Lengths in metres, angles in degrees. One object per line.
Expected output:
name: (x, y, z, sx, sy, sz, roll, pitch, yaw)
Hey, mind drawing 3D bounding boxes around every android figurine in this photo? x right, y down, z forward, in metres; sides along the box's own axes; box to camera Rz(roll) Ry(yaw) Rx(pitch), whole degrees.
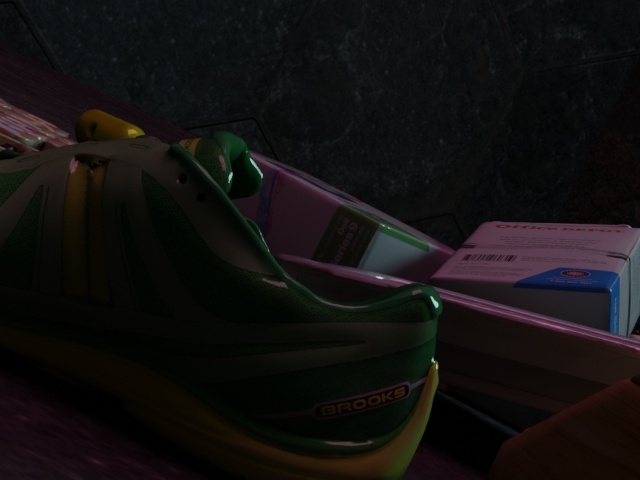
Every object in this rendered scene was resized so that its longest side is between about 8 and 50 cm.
android figurine: (-0.131, -0.061, 1.872, 0.248, 0.056, 0.273, 24, 3, -37)

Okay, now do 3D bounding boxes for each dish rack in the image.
dish rack: (0.124, 0.079, 1.230, 0.285, 0.072, 0.333, 14, 1, 12)

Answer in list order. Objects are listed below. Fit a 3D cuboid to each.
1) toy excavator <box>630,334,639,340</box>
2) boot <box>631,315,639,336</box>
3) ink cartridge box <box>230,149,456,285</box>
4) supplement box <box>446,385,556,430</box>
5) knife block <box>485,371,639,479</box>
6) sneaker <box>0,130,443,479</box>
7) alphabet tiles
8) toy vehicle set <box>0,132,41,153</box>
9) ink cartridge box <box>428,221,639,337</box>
toy excavator: (0.384, 0.172, 1.376, 0.433, 0.222, 0.445, 27, -10, 21)
boot: (0.244, 0.117, 1.708, 0.246, 0.083, 0.161, -8, -32, -8)
ink cartridge box: (0.000, 0.000, 1.618, 0.212, 0.093, 0.154, 27, 4, 38)
supplement box: (0.151, 0.120, 1.413, 0.098, 0.036, 0.062, 27, 4, 8)
knife block: (0.209, 0.172, 0.903, 0.088, 0.242, 0.275, 26, -41, -31)
sneaker: (-0.084, 0.001, 0.758, 0.295, 0.123, 0.109, 26, 4, 1)
alphabet tiles: (-0.320, -0.123, 1.644, 0.284, 0.021, 0.278, 26, 4, -4)
toy vehicle set: (-0.180, -0.026, 1.146, 0.166, 0.035, 0.267, 25, 4, -26)
ink cartridge box: (0.185, 0.048, 1.531, 0.148, 0.086, 0.203, 3, 14, 18)
